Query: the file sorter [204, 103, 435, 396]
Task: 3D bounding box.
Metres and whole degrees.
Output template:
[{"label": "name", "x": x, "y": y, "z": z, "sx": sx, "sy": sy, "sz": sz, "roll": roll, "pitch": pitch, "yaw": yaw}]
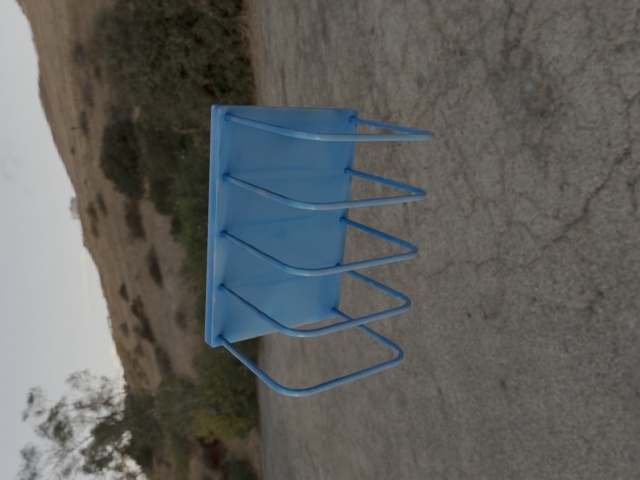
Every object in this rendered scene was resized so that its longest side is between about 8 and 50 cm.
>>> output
[{"label": "file sorter", "x": 0.000, "y": 0.000, "z": 0.393, "sx": 0.104, "sy": 0.118, "sz": 0.170, "roll": 24, "pitch": 115, "yaw": 48}]
